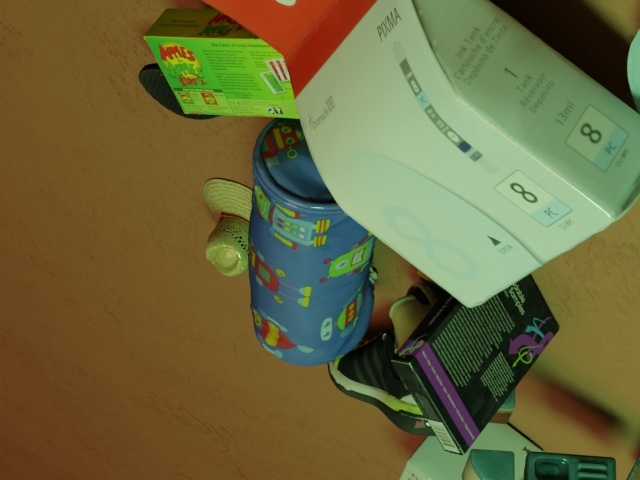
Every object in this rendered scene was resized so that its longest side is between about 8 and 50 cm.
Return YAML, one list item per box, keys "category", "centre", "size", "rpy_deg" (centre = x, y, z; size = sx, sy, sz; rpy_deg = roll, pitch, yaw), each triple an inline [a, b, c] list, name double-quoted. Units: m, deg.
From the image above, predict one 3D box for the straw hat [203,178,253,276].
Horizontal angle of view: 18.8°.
- category: "straw hat"
  centre: [-0.088, 0.004, 2.023]
  size: [0.144, 0.061, 0.144]
  rpy_deg: [33, 154, 19]

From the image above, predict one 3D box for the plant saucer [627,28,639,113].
- category: "plant saucer"
  centre: [0.300, -0.091, 1.317]
  size: [0.195, 0.037, 0.195]
  rpy_deg: [34, 155, 19]

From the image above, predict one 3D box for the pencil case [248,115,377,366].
- category: "pencil case"
  centre: [0.000, 0.000, 1.813]
  size: [0.119, 0.133, 0.306]
  rpy_deg: [57, 162, 27]

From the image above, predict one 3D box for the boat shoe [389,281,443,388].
- category: "boat shoe"
  centre: [0.090, 0.085, 1.787]
  size: [0.072, 0.068, 0.190]
  rpy_deg: [51, -170, -8]

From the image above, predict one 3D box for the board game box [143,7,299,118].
- category: "board game box"
  centre: [-0.059, -0.156, 1.703]
  size: [0.181, 0.043, 0.092]
  rpy_deg: [5, 137, 37]

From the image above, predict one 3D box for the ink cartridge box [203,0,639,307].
- category: "ink cartridge box"
  centre: [0.038, -0.118, 1.483]
  size: [0.385, 0.091, 0.308]
  rpy_deg: [35, 161, -5]

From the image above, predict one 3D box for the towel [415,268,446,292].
- category: "towel"
  centre: [0.125, 0.040, 1.821]
  size: [0.083, 0.009, 0.060]
  rpy_deg: [38, 154, 11]

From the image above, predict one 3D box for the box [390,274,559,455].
- category: "box"
  centre: [0.138, 0.091, 1.700]
  size: [0.029, 0.162, 0.116]
  rpy_deg: [9, 138, 47]

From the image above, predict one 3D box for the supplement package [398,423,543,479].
- category: "supplement package"
  centre: [0.146, 0.256, 2.023]
  size: [0.105, 0.105, 0.179]
  rpy_deg: [38, 155, 12]

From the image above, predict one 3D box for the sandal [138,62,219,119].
- category: "sandal"
  centre: [-0.093, -0.150, 1.820]
  size: [0.179, 0.040, 0.067]
  rpy_deg: [1, 140, 36]

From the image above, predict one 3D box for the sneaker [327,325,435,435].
- category: "sneaker"
  centre: [0.084, 0.121, 1.952]
  size: [0.235, 0.084, 0.097]
  rpy_deg: [27, 114, 59]

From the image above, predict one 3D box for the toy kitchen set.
- category: "toy kitchen set"
  centre: [0.240, 0.160, 1.784]
  size: [0.207, 0.166, 0.122]
  rpy_deg: [4, 152, -3]
